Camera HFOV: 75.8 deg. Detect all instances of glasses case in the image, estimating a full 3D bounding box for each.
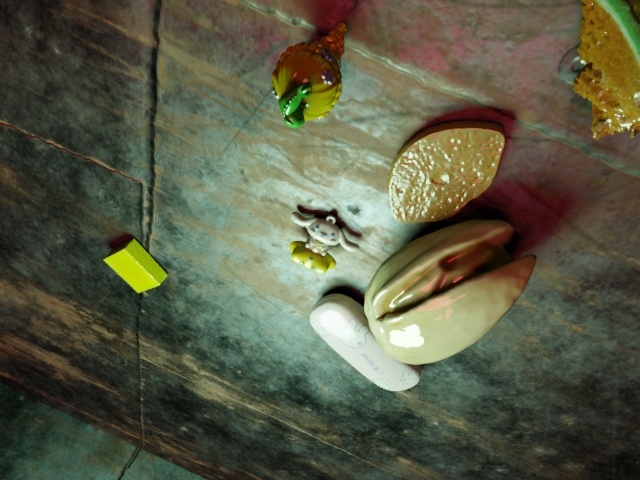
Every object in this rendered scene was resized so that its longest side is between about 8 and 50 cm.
[{"bbox_3d":[0.102,0.229,0.906,0.297,0.075,0.113,43,126,-16],"label":"glasses case"}]

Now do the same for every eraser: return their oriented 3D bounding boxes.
[{"bbox_3d":[-0.447,0.064,0.998,0.097,0.045,0.122,-21,118,32],"label":"eraser"}]

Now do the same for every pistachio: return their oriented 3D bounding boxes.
[{"bbox_3d":[0.205,0.090,0.700,0.318,0.213,0.194,-37,65,29],"label":"pistachio"}]

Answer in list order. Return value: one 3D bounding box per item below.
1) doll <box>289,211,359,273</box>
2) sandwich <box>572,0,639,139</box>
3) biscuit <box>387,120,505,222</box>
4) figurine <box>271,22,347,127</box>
[{"bbox_3d":[0.007,0.004,0.784,0.135,0.071,0.113,5,110,9],"label":"doll"},{"bbox_3d":[0.351,-0.222,0.450,0.109,0.160,0.185,-22,78,3],"label":"sandwich"},{"bbox_3d":[0.186,-0.105,0.647,0.141,0.029,0.221,34,131,-9],"label":"biscuit"},{"bbox_3d":[-0.009,-0.222,0.544,0.094,0.156,0.115,34,132,-7],"label":"figurine"}]
